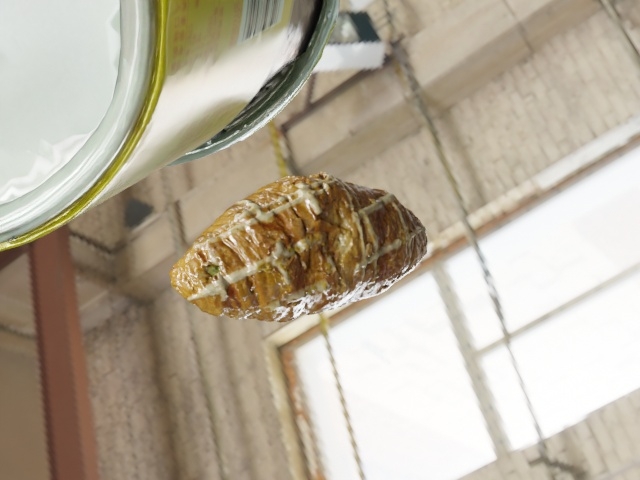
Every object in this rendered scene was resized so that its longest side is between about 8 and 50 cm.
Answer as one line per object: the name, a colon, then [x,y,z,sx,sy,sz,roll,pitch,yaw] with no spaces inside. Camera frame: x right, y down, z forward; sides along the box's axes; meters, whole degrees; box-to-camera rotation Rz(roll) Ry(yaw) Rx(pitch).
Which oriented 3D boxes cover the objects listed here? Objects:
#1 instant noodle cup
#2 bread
instant noodle cup: [-0.100,-0.099,0.416,0.215,0.215,0.236,53,-165,-12]
bread: [0.000,0.000,0.855,0.233,0.076,0.105,-10,-100,-37]
